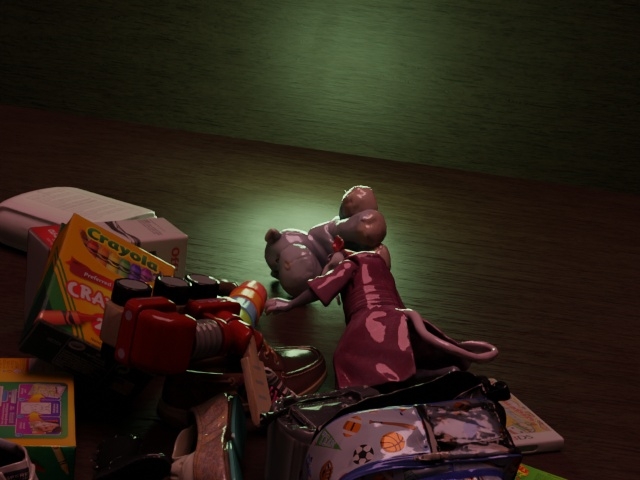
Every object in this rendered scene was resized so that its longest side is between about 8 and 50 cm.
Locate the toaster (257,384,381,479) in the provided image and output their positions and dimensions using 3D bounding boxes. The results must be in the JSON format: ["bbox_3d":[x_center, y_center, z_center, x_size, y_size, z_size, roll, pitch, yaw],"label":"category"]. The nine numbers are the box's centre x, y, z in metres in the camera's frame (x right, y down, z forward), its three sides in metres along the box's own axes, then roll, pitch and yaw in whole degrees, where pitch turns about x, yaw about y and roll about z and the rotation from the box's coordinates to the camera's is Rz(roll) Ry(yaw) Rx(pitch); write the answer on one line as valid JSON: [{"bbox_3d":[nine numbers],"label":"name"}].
[{"bbox_3d":[0.009,0.302,1.478,0.227,0.146,0.129,-4,21,-34],"label":"toaster"}]

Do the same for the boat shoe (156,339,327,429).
[{"bbox_3d":[-0.118,0.211,1.734,0.342,0.123,0.123,-9,24,-40],"label":"boat shoe"}]

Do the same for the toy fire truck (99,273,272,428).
[{"bbox_3d":[-0.173,0.164,1.521,0.246,0.158,0.217,22,14,37],"label":"toy fire truck"}]

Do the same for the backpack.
[{"bbox_3d":[0.108,0.326,1.317,0.263,0.276,0.213,2,32,-7],"label":"backpack"}]

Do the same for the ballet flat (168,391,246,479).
[{"bbox_3d":[-0.159,0.317,1.478,0.106,0.107,0.316,-13,14,0],"label":"ballet flat"}]

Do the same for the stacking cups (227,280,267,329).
[{"bbox_3d":[-0.155,0.144,1.968,0.096,0.096,0.316,10,18,7],"label":"stacking cups"}]

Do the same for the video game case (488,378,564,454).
[{"bbox_3d":[0.266,0.300,1.779,0.206,0.026,0.227,0,20,-24],"label":"video game case"}]

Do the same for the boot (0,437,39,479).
[{"bbox_3d":[-0.373,0.330,1.273,0.258,0.123,0.095,22,23,36],"label":"boot"}]

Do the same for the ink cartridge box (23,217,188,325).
[{"bbox_3d":[-0.393,0.073,1.922,0.273,0.197,0.114,-7,25,-36],"label":"ink cartridge box"}]

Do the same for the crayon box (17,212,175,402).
[{"bbox_3d":[-0.350,0.087,1.689,0.202,0.081,0.318,30,32,-21],"label":"crayon box"}]

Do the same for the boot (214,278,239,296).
[{"bbox_3d":[-0.235,0.101,2.156,0.114,0.037,0.106,1,6,-29],"label":"boot"}]

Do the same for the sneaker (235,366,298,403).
[{"bbox_3d":[-0.067,0.255,1.639,0.075,0.063,0.170,39,-4,42],"label":"sneaker"}]

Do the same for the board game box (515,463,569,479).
[{"bbox_3d":[0.333,0.383,1.530,0.181,0.043,0.092,16,19,23],"label":"board game box"}]

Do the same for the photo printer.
[{"bbox_3d":[-0.557,-0.035,2.325,0.308,0.107,0.256,16,20,25],"label":"photo printer"}]

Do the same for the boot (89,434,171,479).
[{"bbox_3d":[-0.265,0.307,1.462,0.121,0.045,0.099,-19,20,3],"label":"boot"}]

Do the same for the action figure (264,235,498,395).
[{"bbox_3d":[0.085,0.120,1.770,0.248,0.276,0.370,14,43,-36],"label":"action figure"}]

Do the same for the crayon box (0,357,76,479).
[{"bbox_3d":[-0.442,0.264,1.512,0.165,0.081,0.278,3,19,-14],"label":"crayon box"}]

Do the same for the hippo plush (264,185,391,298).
[{"bbox_3d":[0.000,0.000,2.243,0.237,0.234,0.294,-10,41,-15],"label":"hippo plush"}]
